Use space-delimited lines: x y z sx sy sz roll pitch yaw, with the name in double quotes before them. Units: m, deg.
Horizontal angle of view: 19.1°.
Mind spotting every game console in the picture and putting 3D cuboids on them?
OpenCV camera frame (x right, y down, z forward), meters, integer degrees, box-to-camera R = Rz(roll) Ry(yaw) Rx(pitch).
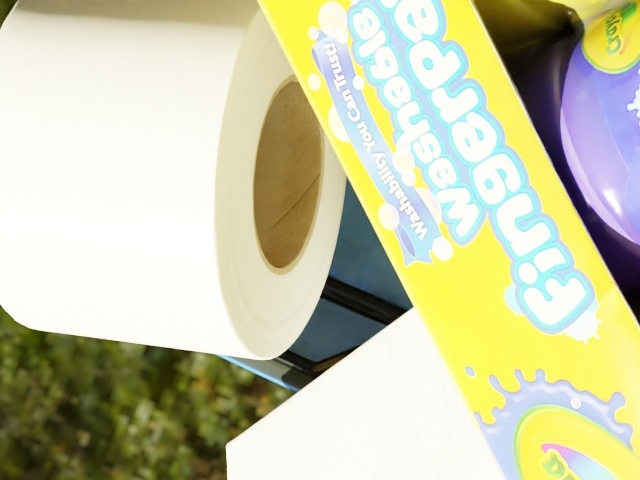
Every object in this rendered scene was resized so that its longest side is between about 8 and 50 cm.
"game console" 0.000 0.000 1.634 0.250 0.293 0.173 -17 -57 -54

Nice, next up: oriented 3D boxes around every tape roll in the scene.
"tape roll" -0.097 -0.051 1.248 0.246 0.169 0.246 7 -90 -70

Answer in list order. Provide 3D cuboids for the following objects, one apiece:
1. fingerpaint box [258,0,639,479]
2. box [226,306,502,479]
"fingerpaint box" 0.206 -0.066 0.922 0.371 0.445 0.163 -29 -4 37
"box" 0.115 0.174 1.385 0.345 0.215 0.168 -39 45 41
